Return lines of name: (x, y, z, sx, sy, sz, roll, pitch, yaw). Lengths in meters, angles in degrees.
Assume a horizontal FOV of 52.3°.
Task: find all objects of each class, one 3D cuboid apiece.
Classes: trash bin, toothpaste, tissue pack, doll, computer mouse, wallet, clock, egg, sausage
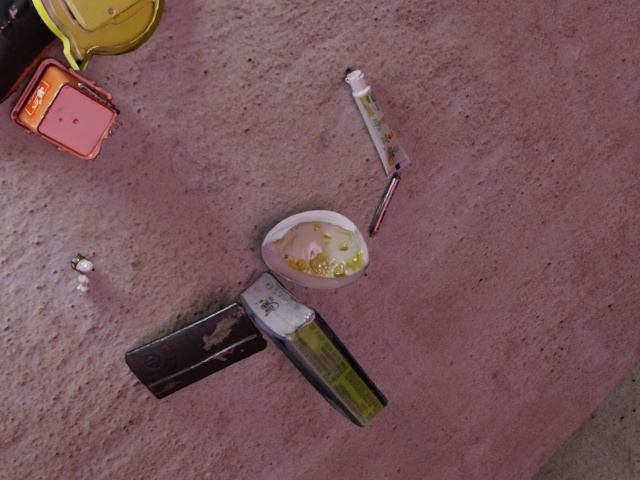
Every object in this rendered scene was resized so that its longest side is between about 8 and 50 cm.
trash bin: (-0.476, -0.239, 1.268, 0.184, 0.238, 0.161, 31, 92, -35)
toothpaste: (0.153, -0.304, 1.711, 0.314, 0.058, 0.056, 59, 33, -35)
tissue pack: (-0.020, 0.285, 1.691, 0.124, 0.288, 0.394, -44, 123, -12)
doll: (-0.537, 0.071, 1.471, 0.040, 0.058, 0.085, -42, 165, -52)
computer mouse: (-0.619, -0.373, 1.216, 0.323, 0.116, 0.183, -51, 129, -4)
wallet: (-0.304, 0.278, 1.617, 0.321, 0.044, 0.170, -25, 121, 4)
clock: (-0.438, -0.501, 1.268, 0.293, 0.071, 0.277, -42, 128, -33)
egg: (-0.009, 0.009, 1.673, 0.271, 0.162, 0.206, 12, 146, -3)
sausage: (0.179, -0.098, 1.816, 0.028, 0.025, 0.198, 14, 102, -48)
